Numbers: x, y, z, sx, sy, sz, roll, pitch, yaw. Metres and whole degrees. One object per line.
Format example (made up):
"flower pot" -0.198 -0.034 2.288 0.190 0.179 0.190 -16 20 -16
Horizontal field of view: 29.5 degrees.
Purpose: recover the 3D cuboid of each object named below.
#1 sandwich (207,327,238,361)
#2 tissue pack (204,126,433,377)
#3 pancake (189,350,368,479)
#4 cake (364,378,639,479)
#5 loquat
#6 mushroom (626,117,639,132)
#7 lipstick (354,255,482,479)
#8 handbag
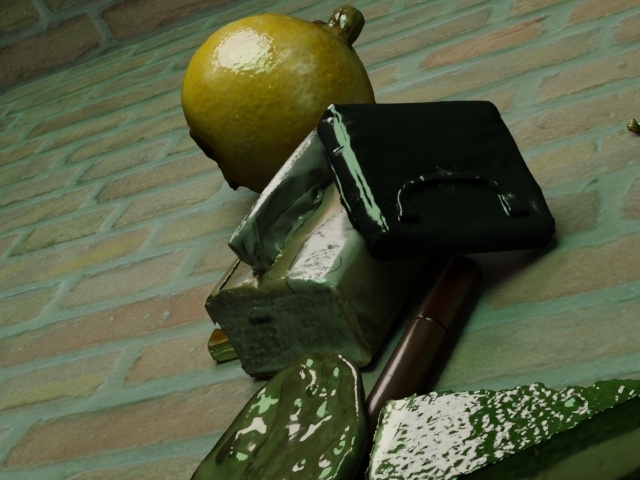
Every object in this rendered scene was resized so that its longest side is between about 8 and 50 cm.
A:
"sandwich" -0.135 0.147 1.689 0.044 0.030 0.083 -34 22 -24
"tissue pack" 0.000 0.000 1.608 0.239 0.238 0.305 -9 30 35
"pancake" -0.056 0.247 1.325 0.294 0.049 0.294 -36 23 18
"cake" 0.189 0.199 1.101 0.284 0.158 0.172 -25 23 2
"loquat" -0.050 -0.239 2.008 0.359 0.328 0.328 -51 26 1
"mushroom" 0.500 -0.132 1.602 0.028 0.026 0.286 -48 29 -7
"lipstick" 0.109 0.142 1.418 0.057 0.057 0.356 -10 31 35
"handbag" 0.145 -0.077 1.561 0.275 0.088 0.244 -2 51 -28
